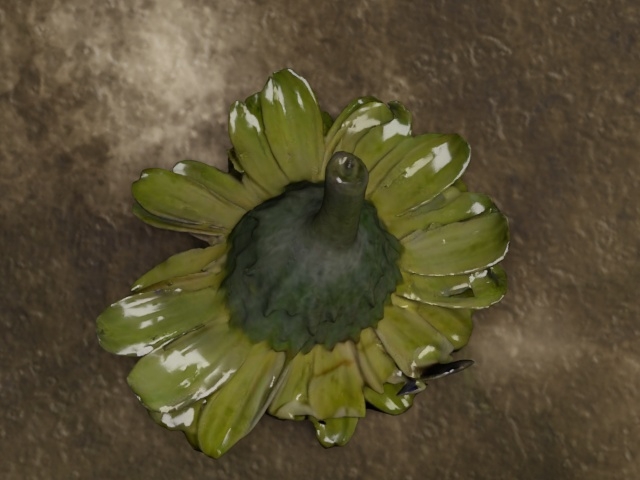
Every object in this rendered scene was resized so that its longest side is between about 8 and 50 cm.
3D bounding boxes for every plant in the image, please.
[{"bbox_3d":[0.018,0.027,1.092,0.261,0.297,0.306,41,65,-27],"label":"plant"}]
